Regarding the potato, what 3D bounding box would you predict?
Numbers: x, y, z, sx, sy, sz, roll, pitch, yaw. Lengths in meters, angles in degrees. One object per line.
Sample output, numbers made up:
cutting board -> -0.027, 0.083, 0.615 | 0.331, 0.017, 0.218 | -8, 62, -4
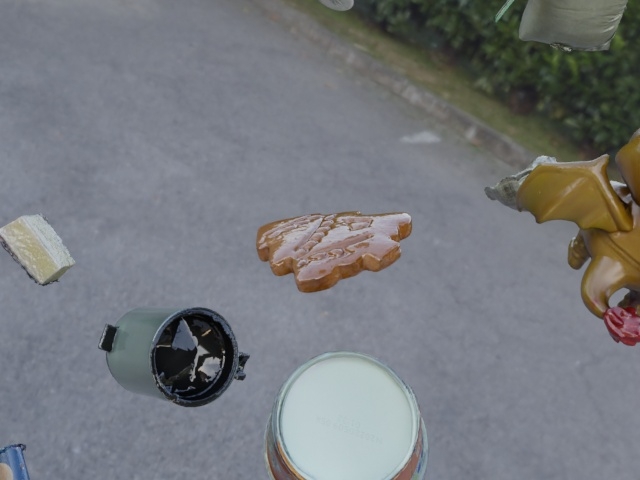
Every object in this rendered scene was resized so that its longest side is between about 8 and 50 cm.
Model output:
potato -> -0.479, 0.015, 1.465 | 0.122, 0.061, 0.086 | 52, 12, -1

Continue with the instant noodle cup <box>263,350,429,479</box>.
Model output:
instant noodle cup -> 0.043, 0.315, 1.396 | 0.296, 0.296, 0.214 | 31, -19, 13

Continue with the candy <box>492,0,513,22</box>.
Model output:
candy -> 0.467, -0.598, 1.847 | 0.083, 0.305, 0.091 | 21, 23, -50

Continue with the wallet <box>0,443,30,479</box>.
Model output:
wallet -> -0.504, 0.437, 1.356 | 0.202, 0.141, 0.059 | 67, 14, 19

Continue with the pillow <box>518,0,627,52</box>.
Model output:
pillow -> 0.356, -0.335, 1.181 | 0.134, 0.181, 0.078 | 0, 65, -3

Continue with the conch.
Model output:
conch -> 0.461, -0.131, 1.977 | 0.155, 0.130, 0.207 | 24, -20, -40

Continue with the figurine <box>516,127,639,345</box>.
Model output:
figurine -> 0.559, -0.023, 1.359 | 0.268, 0.387, 0.401 | -7, 53, -35

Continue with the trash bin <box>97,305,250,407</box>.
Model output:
trash bin -> -0.343, 0.259, 1.973 | 0.277, 0.217, 0.262 | 21, -14, -31

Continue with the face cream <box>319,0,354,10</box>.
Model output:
face cream -> 0.013, -0.626, 1.760 | 0.067, 0.285, 0.139 | -9, -9, 21

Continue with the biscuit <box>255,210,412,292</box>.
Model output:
biscuit -> 0.000, 0.000, 1.489 | 0.306, 0.043, 0.284 | 11, 32, 40
